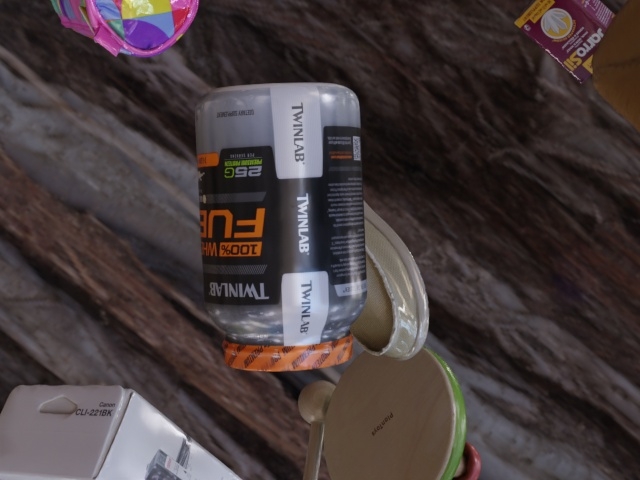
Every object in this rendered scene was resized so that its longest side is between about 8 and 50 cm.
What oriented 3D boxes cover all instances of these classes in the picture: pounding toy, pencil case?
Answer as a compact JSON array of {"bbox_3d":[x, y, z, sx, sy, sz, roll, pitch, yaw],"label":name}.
[{"bbox_3d":[0.086,0.214,0.997,0.237,0.110,0.183,-27,-125,40],"label":"pounding toy"},{"bbox_3d":[-0.191,-0.227,0.855,0.104,0.104,0.236,-51,-153,-2],"label":"pencil case"}]

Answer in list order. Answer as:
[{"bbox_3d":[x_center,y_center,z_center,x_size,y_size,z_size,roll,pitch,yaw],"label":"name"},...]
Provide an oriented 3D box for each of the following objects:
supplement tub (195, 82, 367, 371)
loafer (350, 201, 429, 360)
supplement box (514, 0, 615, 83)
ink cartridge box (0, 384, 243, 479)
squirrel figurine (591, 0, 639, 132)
[{"bbox_3d":[-0.026,-0.010,0.650,0.117,0.117,0.191,-168,-105,-82],"label":"supplement tub"},{"bbox_3d":[0.000,0.000,0.849,0.092,0.269,0.102,-18,155,-34],"label":"loafer"},{"bbox_3d":[0.223,-0.190,0.821,0.055,0.083,0.043,-47,-176,40],"label":"supplement box"},{"bbox_3d":[-0.241,0.288,1.119,0.197,0.273,0.114,-5,-130,31],"label":"ink cartridge box"},{"bbox_3d":[0.386,-0.083,0.427,0.397,0.370,0.281,104,-24,-59],"label":"squirrel figurine"}]
